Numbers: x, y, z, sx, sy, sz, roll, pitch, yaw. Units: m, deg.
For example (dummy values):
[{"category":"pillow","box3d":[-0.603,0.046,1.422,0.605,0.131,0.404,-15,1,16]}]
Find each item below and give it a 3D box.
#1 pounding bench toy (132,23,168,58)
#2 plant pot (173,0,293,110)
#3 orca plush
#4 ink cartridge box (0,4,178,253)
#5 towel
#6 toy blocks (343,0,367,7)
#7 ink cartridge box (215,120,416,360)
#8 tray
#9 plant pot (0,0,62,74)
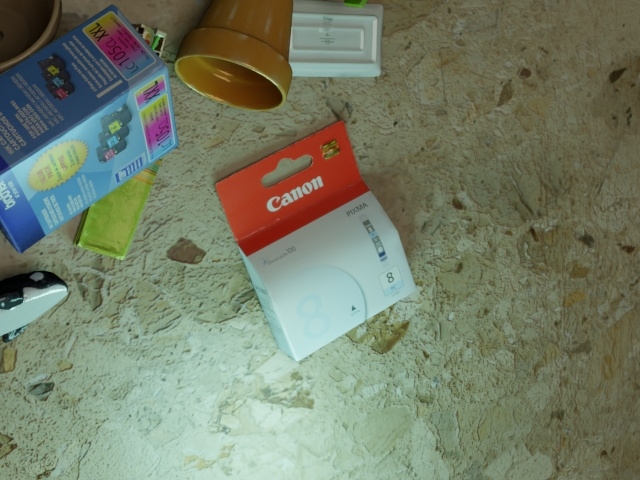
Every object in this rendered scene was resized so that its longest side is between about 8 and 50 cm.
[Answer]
[{"category":"pounding bench toy","box3d":[-0.298,-0.337,1.671,0.052,0.083,0.065,13,94,-30]},{"category":"plant pot","box3d":[-0.135,-0.359,1.705,0.205,0.205,0.188,24,73,-30]},{"category":"orca plush","box3d":[-0.582,0.121,1.640,0.287,0.102,0.151,-37,161,-6]},{"category":"ink cartridge box","box3d":[-0.431,-0.152,1.526,0.395,0.270,0.151,-36,74,-16]},{"category":"towel","box3d":[-0.357,-0.088,1.731,0.102,0.021,0.237,20,91,-30]},{"category":"toy blocks","box3d":[0.056,-0.651,1.704,0.261,0.191,0.381,32,84,-42]},{"category":"ink cartridge box","box3d":[0.000,0.000,1.906,0.308,0.091,0.385,-29,114,-20]},{"category":"tray","box3d":[0.010,-0.389,1.858,0.270,0.030,0.145,-5,102,-28]},{"category":"plant pot","box3d":[-0.521,-0.345,1.508,0.237,0.110,0.237,1,72,-4]}]
